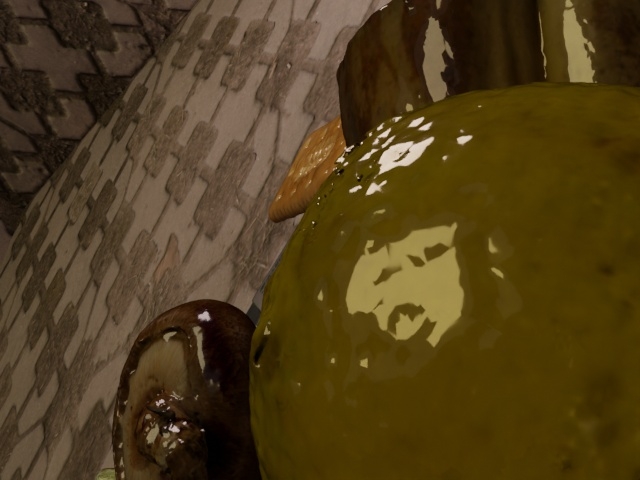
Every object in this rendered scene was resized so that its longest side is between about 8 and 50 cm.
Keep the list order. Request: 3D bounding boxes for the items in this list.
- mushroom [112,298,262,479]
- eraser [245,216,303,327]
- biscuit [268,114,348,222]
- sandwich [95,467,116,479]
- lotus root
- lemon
[{"bbox_3d":[-0.150,0.217,1.073,0.278,0.163,0.297,-162,83,-69],"label":"mushroom"},{"bbox_3d":[0.000,0.000,1.181,0.352,0.061,0.089,-59,17,0],"label":"eraser"},{"bbox_3d":[0.005,-0.107,1.196,0.160,0.030,0.249,-62,15,-16],"label":"biscuit"},{"bbox_3d":[-0.288,0.356,1.341,0.044,0.083,0.031,82,-170,-54],"label":"sandwich"},{"bbox_3d":[0.175,-0.095,0.743,0.316,0.316,0.250,-32,52,42],"label":"lotus root"},{"bbox_3d":[0.144,0.085,0.523,0.387,0.350,0.350,12,65,17],"label":"lemon"}]
